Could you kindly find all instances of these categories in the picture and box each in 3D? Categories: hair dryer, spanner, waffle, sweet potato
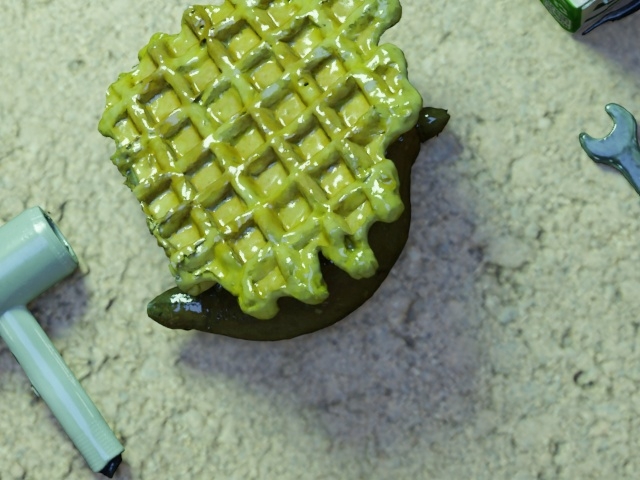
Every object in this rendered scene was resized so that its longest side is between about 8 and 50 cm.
[{"bbox_3d":[-0.233,0.099,1.661,0.131,0.073,0.236,-34,83,0],"label":"hair dryer"},{"bbox_3d":[0.309,-0.008,1.645,0.054,0.015,0.254,-35,81,-1],"label":"spanner"},{"bbox_3d":[-0.056,-0.081,1.611,0.307,0.060,0.312,-8,65,26],"label":"waffle"},{"bbox_3d":[0.004,0.001,1.635,0.310,0.098,0.124,-43,61,1],"label":"sweet potato"}]

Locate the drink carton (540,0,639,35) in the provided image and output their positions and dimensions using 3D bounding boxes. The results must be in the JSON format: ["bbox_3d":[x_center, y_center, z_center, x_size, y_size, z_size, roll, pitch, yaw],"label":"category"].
[{"bbox_3d":[0.200,-0.320,1.649,0.161,0.108,0.271,-36,80,-2],"label":"drink carton"}]
